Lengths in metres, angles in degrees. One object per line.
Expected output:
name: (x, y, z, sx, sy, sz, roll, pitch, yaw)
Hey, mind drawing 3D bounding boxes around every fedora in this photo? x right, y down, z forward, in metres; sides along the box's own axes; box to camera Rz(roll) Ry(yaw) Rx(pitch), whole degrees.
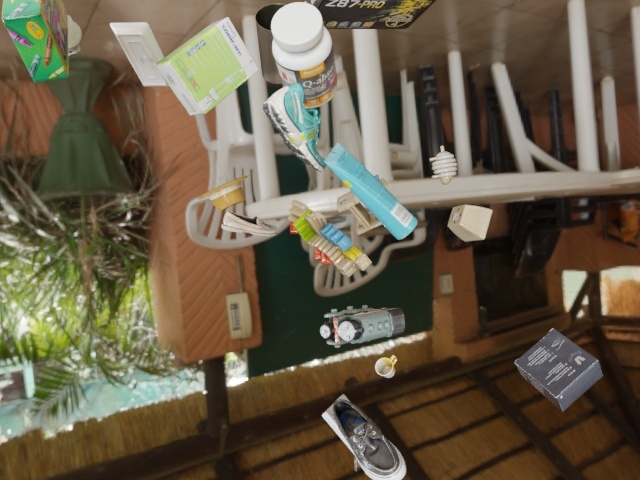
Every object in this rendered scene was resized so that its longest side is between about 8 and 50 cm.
fedora: (-0.300, -0.144, 1.680, 0.195, 0.079, 0.194, -23, -171, 4)

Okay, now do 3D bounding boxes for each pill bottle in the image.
pill bottle: (-0.044, -0.502, 1.431, 0.162, 0.162, 0.278, -5, 162, 6)

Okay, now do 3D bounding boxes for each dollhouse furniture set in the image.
dollhouse furniture set: (0.138, -0.140, 1.687, 0.129, 0.129, 0.183, -25, -142, 23)

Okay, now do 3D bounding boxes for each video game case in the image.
video game case: (0.110, 0.602, 1.652, 0.023, 0.212, 0.193, -46, 167, 14)

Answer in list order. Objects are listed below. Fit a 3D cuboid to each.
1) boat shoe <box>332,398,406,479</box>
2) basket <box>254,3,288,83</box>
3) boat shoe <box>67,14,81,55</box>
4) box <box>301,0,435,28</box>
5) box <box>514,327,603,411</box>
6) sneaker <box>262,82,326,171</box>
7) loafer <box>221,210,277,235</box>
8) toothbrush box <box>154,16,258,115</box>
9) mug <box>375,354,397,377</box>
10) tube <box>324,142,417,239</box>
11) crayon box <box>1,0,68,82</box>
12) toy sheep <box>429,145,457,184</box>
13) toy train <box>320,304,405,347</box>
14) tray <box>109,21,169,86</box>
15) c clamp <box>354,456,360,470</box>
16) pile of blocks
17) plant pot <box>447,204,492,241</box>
boat shoe: (0.090, 0.403, 1.072, 0.080, 0.076, 0.228, -33, -153, -10)
basket: (-0.153, -0.698, 1.880, 0.155, 0.204, 0.226, -1, 139, -4)
boat shoe: (-0.736, -0.591, 1.525, 0.079, 0.081, 0.227, -22, -134, -16)
box: (0.170, -0.776, 1.630, 0.396, 0.097, 0.318, -8, 176, -20)
box: (0.668, 0.362, 1.464, 0.156, 0.093, 0.158, -40, -143, -4)
sneaker: (-0.036, -0.274, 1.309, 0.107, 0.110, 0.275, 41, 171, 37)
loafer: (-0.145, -0.035, 1.094, 0.125, 0.039, 0.045, 6, -162, -31)
toothbrush box: (-0.387, -0.599, 1.801, 0.122, 0.206, 0.283, 12, -127, 50)
mug: (0.234, 0.439, 1.784, 0.078, 0.062, 0.064, -26, 142, 9)
tube: (0.091, -0.090, 0.951, 0.052, 0.207, 0.080, -37, -165, 31)
crayon box: (-0.665, -0.528, 1.227, 0.081, 0.278, 0.165, -13, 145, -10)
toy sheep: (0.414, -0.252, 1.746, 0.091, 0.131, 0.091, -9, -174, 1)
toy train: (0.158, 0.310, 1.906, 0.190, 0.142, 0.334, -10, 173, 44)
tray: (-0.619, -0.640, 1.828, 0.145, 0.030, 0.270, 3, 148, 12)
c clamp: (0.117, 0.574, 1.469, 0.022, 0.160, 0.137, 9, 143, 11)
pile of blocks: (0.000, 0.000, 1.756, 0.362, 0.112, 0.149, 37, 165, 28)
plant pot: (0.497, -0.067, 1.759, 0.096, 0.109, 0.109, 24, 168, -18)
